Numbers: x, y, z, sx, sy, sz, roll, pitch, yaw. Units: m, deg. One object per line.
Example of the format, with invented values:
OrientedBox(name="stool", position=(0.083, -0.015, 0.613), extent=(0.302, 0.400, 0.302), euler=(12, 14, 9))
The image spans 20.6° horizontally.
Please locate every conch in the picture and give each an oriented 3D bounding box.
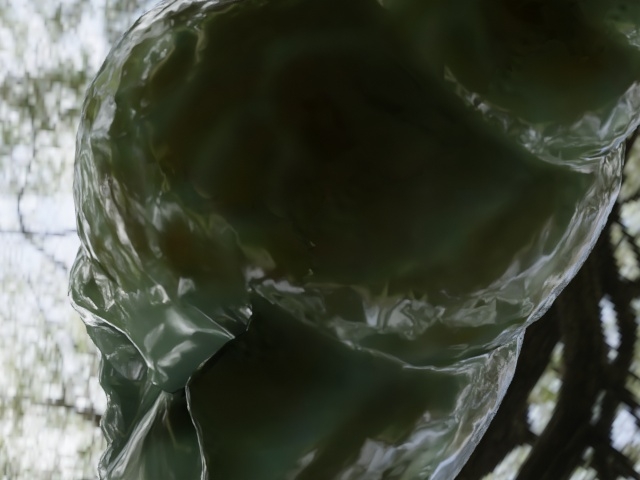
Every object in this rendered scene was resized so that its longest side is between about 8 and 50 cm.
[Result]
OrientedBox(name="conch", position=(-0.001, 0.007, 0.367), extent=(0.106, 0.116, 0.173), euler=(9, -79, -9))
